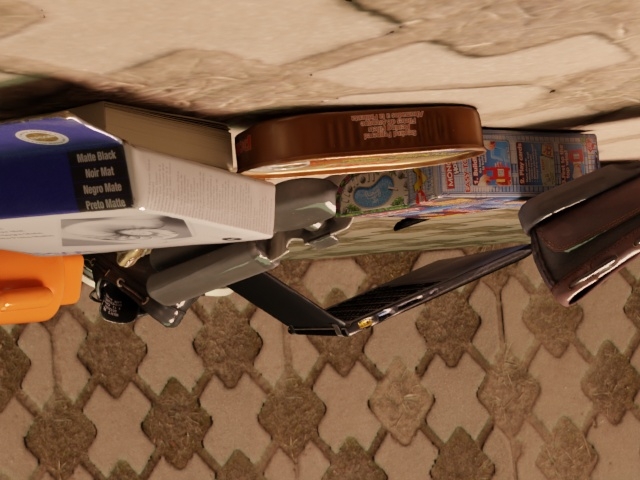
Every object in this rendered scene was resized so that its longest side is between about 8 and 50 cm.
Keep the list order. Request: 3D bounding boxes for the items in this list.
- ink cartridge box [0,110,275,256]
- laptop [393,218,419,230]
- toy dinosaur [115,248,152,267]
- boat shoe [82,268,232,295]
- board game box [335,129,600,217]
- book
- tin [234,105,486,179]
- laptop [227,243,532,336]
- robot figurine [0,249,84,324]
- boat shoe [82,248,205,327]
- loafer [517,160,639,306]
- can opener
[{"bbox_3d":[-0.177,-0.026,0.745,0.223,0.045,0.224,-4,170,28],"label":"ink cartridge box"},{"bbox_3d":[0.245,-0.007,1.366,0.264,0.137,0.234,-19,177,-6],"label":"laptop"},{"bbox_3d":[-0.199,-0.021,1.241,0.118,0.064,0.268,-5,171,-30],"label":"toy dinosaur"},{"bbox_3d":[-0.266,0.026,1.912,0.319,0.116,0.099,6,128,-36],"label":"boat shoe"},{"bbox_3d":[0.115,-0.058,1.003,0.194,0.060,0.194,-7,175,39],"label":"board game box"},{"bbox_3d":[-0.137,-0.064,0.764,0.096,0.035,0.144,-5,176,27],"label":"book"},{"bbox_3d":[0.029,-0.071,0.831,0.189,0.040,0.106,-6,173,-22],"label":"tin"},{"bbox_3d":[0.000,0.000,1.522,0.407,0.236,0.382,-23,-179,-13],"label":"laptop"},{"bbox_3d":[-0.418,0.047,1.468,0.219,0.158,0.128,-3,147,-40],"label":"robot figurine"},{"bbox_3d":[-0.264,0.063,1.585,0.127,0.113,0.340,31,166,-37],"label":"boat shoe"},{"bbox_3d":[0.305,-0.033,0.902,0.302,0.095,0.109,-23,162,31],"label":"loafer"},{"bbox_3d":[-0.078,-0.010,1.172,0.280,0.074,0.093,-24,137,34],"label":"can opener"}]
